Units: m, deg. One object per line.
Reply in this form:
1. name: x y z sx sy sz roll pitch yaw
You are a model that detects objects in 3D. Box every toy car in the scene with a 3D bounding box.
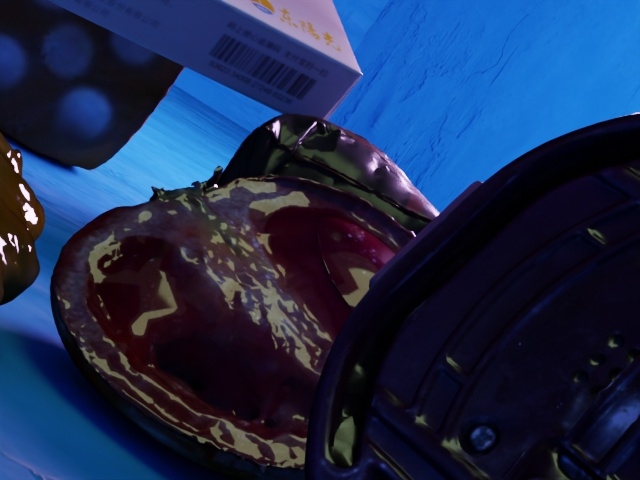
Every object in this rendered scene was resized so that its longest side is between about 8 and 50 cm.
1. toy car: 0.161 0.127 0.498 0.341 0.271 0.240 41 -13 36

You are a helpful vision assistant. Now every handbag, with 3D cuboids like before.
1. handbag: 0.000 0.000 1.015 0.169 0.155 0.215 34 -2 -3

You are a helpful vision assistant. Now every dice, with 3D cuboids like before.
1. dice: -0.216 -0.174 1.174 0.179 0.175 0.174 31 5 -28

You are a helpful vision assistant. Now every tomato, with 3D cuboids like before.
1. tomato: -0.029 0.057 0.667 0.189 0.099 0.173 -16 54 -30

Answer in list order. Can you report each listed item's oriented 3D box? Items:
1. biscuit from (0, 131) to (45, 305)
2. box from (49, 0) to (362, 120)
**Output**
1. biscuit: -0.242 -0.070 0.577 0.329 0.078 0.335 41 9 21
2. box: -0.137 -0.219 1.025 0.343 0.065 0.200 23 31 -32
